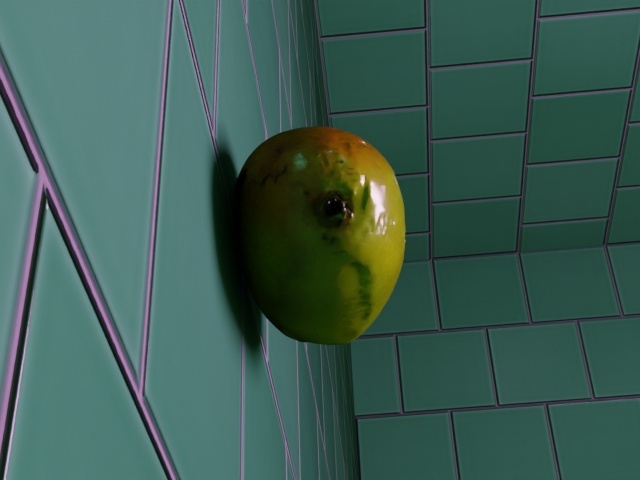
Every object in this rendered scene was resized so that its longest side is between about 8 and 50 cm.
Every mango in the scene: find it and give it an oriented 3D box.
[{"bbox_3d":[0.000,0.000,0.740,0.233,0.111,0.125,80,10,-72],"label":"mango"}]
